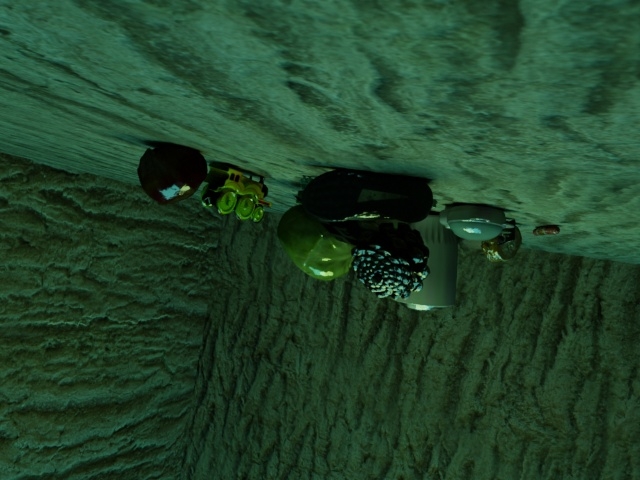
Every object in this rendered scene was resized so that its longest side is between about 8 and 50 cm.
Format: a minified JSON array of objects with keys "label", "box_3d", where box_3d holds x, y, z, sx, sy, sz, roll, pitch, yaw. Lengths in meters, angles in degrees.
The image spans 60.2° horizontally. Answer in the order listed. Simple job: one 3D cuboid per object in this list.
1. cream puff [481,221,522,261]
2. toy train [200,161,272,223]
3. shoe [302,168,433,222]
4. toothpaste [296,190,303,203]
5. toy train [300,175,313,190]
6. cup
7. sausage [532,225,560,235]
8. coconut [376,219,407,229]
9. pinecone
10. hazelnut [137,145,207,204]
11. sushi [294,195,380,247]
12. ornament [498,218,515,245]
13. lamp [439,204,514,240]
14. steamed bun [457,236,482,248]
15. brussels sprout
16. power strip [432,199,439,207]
[{"label":"cream puff","box_3d":[0.672,0.004,2.070,0.165,0.150,0.115,-35,-158,-14]},{"label":"toy train","box_3d":[-0.262,-0.150,1.780,0.100,0.161,0.296,19,-178,28]},{"label":"shoe","box_3d":[0.128,-0.109,1.435,0.336,0.133,0.171,3,-178,16]},{"label":"toothpaste","box_3d":[-0.008,-0.158,2.084,0.065,0.050,0.266,11,179,-27]},{"label":"toy train","box_3d":[-0.019,-0.167,1.650,0.092,0.045,0.029,6,176,22]},{"label":"cup","box_3d":[0.422,0.083,2.198,0.253,0.372,0.253,5,-178,0]},{"label":"sausage","box_3d":[0.809,-0.034,1.985,0.034,0.034,0.253,9,180,6]},{"label":"coconut","box_3d":[0.234,-0.045,2.104,0.204,0.236,0.236,-18,176,7]},{"label":"pinecone","box_3d":[0.181,0.040,1.377,0.207,0.208,0.208,9,179,0]},{"label":"hazelnut","box_3d":[-0.404,-0.188,1.514,0.201,0.161,0.170,-33,172,27]},{"label":"sushi","box_3d":[0.116,-0.086,1.803,0.296,0.100,0.373,16,-163,-30]},{"label":"ornament","box_3d":[0.575,-0.055,1.894,0.203,0.088,0.081,22,154,-25]},{"label":"lamp","box_3d":[0.477,-0.054,1.756,0.179,0.108,0.246,14,178,-28]},{"label":"steamed bun","box_3d":[0.618,-0.032,2.198,0.144,0.107,0.175,15,163,-24]},{"label":"brussels sprout","box_3d":[0.000,0.000,1.969,0.328,0.247,0.328,35,-156,-18]},{"label":"power strip","box_3d":[0.330,-0.118,1.732,0.083,0.027,0.017,7,178,17]}]
